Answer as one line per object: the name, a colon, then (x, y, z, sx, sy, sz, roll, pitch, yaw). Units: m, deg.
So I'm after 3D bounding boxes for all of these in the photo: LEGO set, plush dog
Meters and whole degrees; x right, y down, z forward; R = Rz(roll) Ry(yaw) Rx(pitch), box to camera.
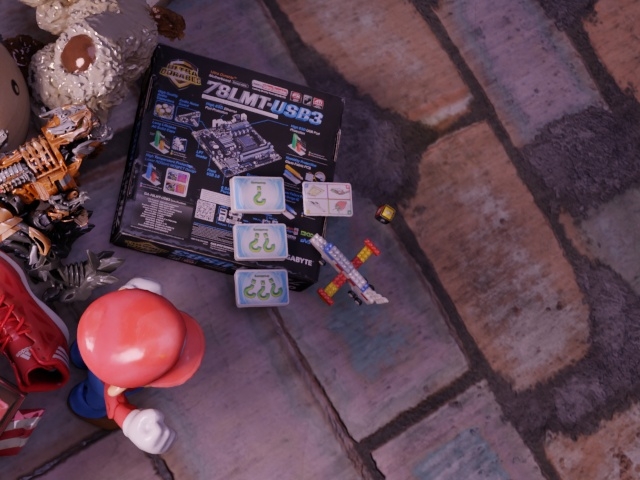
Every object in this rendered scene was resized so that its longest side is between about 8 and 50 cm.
LEGO set: (0.000, 0.000, 1.634, 0.244, 0.060, 0.182, 1, 79, -23)
plush dog: (-0.315, -0.234, 1.565, 0.210, 0.225, 0.262, 4, 45, -47)

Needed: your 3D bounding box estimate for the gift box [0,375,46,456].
gift box: (-0.473, 0.203, 1.335, 0.255, 0.258, 0.276, 38, 79, -6)

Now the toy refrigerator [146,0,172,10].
toy refrigerator: (-0.237, -0.406, 1.709, 0.102, 0.094, 0.269, 45, 64, -5)

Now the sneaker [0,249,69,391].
sneaker: (-0.364, 0.093, 1.381, 0.087, 0.128, 0.221, -43, 125, 3)

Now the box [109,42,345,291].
box: (-0.126, -0.103, 1.678, 0.295, 0.073, 0.293, 14, 69, -18)

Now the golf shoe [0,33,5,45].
golf shoe: (-0.499, -0.290, 1.558, 0.198, 0.077, 0.094, 50, 22, 3)

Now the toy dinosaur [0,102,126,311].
toy dinosaur: (-0.377, -0.029, 1.469, 0.218, 0.322, 0.164, 42, 26, -43)

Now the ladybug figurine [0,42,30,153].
ladybug figurine: (-0.563, -0.159, 1.411, 0.449, 0.162, 0.305, 0, 103, -28)

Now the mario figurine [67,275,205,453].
mario figurine: (-0.211, 0.148, 1.428, 0.170, 0.320, 0.198, -33, 90, -26)
